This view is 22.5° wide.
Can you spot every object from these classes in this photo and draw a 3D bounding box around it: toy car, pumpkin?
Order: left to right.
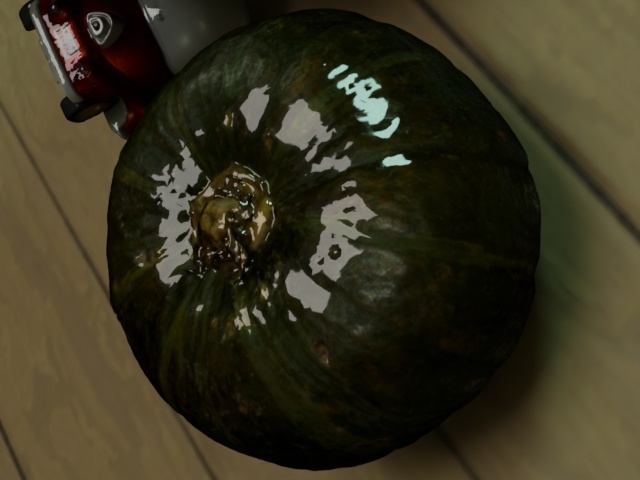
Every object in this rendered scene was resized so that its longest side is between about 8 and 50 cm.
[{"bbox_3d":[-0.096,-0.122,0.951,0.112,0.139,0.112,-28,81,20],"label":"toy car"},{"bbox_3d":[0.000,0.000,0.767,0.224,0.157,0.223,-5,81,34],"label":"pumpkin"}]
